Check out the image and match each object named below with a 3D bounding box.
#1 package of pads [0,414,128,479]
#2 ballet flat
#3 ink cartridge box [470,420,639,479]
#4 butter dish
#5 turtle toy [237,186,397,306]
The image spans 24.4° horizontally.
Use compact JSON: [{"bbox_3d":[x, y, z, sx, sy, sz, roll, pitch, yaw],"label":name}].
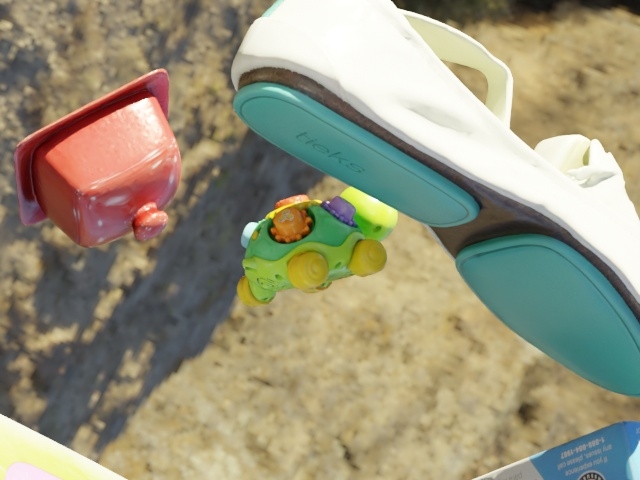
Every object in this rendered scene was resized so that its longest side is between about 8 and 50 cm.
[{"bbox_3d":[-0.197,0.097,0.512,0.296,0.229,0.101,38,59,-45],"label":"package of pads"},{"bbox_3d":[0.119,-0.042,0.969,0.400,0.139,0.139,36,75,-26],"label":"ballet flat"},{"bbox_3d":[0.255,0.293,1.120,0.197,0.270,0.198,6,154,-37],"label":"ink cartridge box"},{"bbox_3d":[-0.181,-0.050,1.331,0.160,0.118,0.160,-31,162,-21],"label":"butter dish"},{"bbox_3d":[0.000,0.000,1.020,0.130,0.095,0.066,-13,86,-35],"label":"turtle toy"}]
